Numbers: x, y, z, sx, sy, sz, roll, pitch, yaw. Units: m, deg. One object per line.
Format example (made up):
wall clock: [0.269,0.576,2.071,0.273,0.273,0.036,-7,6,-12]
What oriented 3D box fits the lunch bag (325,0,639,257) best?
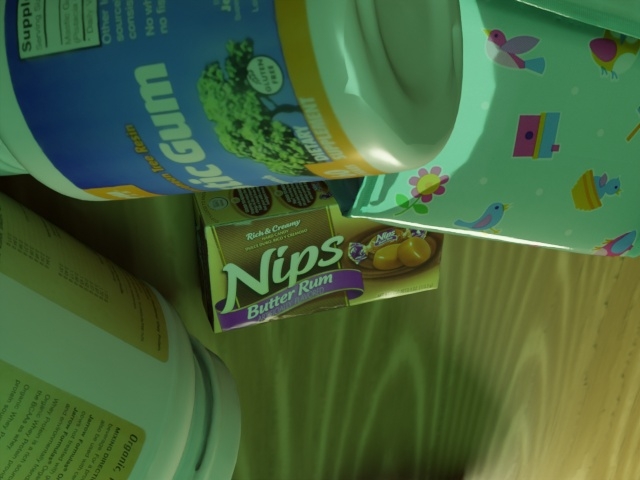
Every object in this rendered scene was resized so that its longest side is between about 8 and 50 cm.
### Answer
lunch bag: [0.130,-0.137,0.617,0.223,0.160,0.262,9,113,-21]

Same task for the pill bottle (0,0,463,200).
pill bottle: [-0.077,-0.099,0.507,0.272,0.152,0.152,-4,141,28]

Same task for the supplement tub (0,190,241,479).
supplement tub: [-0.224,0.090,0.621,0.228,0.228,0.316,-39,131,14]

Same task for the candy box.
candy box: [0.000,0.000,0.752,0.187,0.053,0.109,-11,132,-14]
